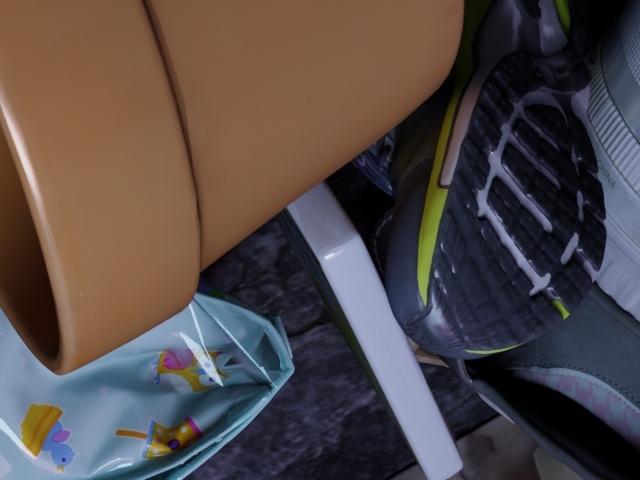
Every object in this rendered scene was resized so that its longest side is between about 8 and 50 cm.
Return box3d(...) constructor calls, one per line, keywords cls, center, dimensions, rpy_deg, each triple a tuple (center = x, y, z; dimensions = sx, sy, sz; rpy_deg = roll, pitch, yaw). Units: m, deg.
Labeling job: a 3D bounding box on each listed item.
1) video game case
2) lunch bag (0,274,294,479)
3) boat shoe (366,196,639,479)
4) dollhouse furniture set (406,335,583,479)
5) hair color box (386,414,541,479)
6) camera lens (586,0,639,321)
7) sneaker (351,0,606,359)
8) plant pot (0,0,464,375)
box3d(cls="video game case", center=(0.000, 0.000, 0.854), dimensions=(0.026, 0.206, 0.227), rpy_deg=(-29, 141, -3))
box3d(cls="lunch bag", center=(-0.157, 0.068, 0.853), dimensions=(0.262, 0.160, 0.223), rpy_deg=(-4, -178, -12))
box3d(cls="boat shoe", center=(0.145, 0.062, 0.895), dimensions=(0.095, 0.335, 0.112), rpy_deg=(8, 114, -59))
box3d(cls="dollhouse furniture set", center=(0.150, 0.132, 1.030), dimensions=(0.161, 0.242, 0.212), rpy_deg=(12, 135, -31))
box3d(cls="hair color box", center=(0.131, 0.254, 1.216), dimensions=(0.339, 0.185, 0.110), rpy_deg=(-33, 137, 18))
box3d(cls="camera lens", center=(0.269, -0.090, 0.830), dimensions=(0.219, 0.219, 0.274), rpy_deg=(8, 135, -27))
box3d(cls="sneaker", center=(0.064, -0.046, 0.770), dimensions=(0.121, 0.300, 0.111), rpy_deg=(-26, 118, 28))
box3d(cls="plant pot", center=(-0.075, -0.115, 0.656), dimensions=(0.203, 0.291, 0.291), rpy_deg=(-23, 143, -17))
